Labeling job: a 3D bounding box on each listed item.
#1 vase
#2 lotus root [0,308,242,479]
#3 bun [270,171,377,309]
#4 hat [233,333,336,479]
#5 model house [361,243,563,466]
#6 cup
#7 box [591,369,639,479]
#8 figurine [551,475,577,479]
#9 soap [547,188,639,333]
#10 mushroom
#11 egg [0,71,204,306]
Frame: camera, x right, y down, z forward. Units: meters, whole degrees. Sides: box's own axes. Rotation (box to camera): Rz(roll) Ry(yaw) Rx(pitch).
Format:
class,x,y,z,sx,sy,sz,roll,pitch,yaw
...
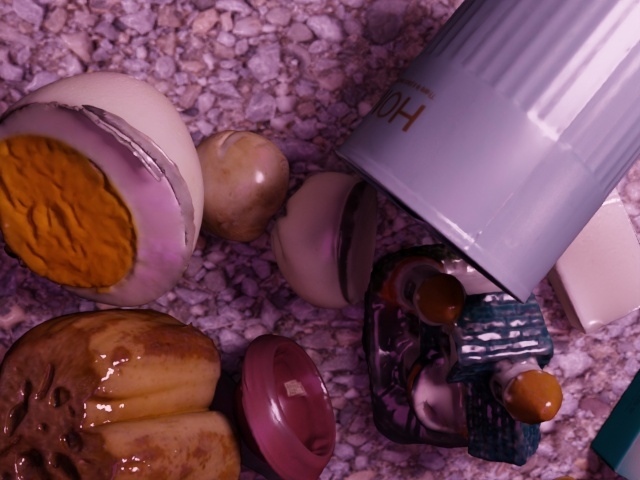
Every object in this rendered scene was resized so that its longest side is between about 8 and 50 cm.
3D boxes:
class,x,y,z,sx,sy,sz,roll,pitch,yaw
vase,-0.091,0.271,1.084,0.086,0.086,0.214,-43,102,4
lotus root,-0.241,0.225,0.944,0.316,0.250,0.316,-3,83,24
bun,0.000,0.000,1.005,0.119,0.173,0.173,5,98,17
hat,-0.055,0.215,1.020,0.089,0.205,0.205,-25,99,18
model house,0.174,0.154,0.975,0.190,0.301,0.272,-2,98,-9
cup,0.220,-0.128,0.890,0.257,0.331,0.311,40,95,15
box,0.505,0.232,1.095,0.153,0.092,0.245,29,95,-6
figurine,0.331,0.451,1.044,0.194,0.274,0.133,-34,121,27
soap,0.357,0.017,1.073,0.121,0.064,0.183,-27,99,1
mushroom,-0.106,-0.069,1.015,0.148,0.112,0.148,-5,77,23
egg,-0.245,-0.066,0.952,0.264,0.174,0.286,22,127,5
